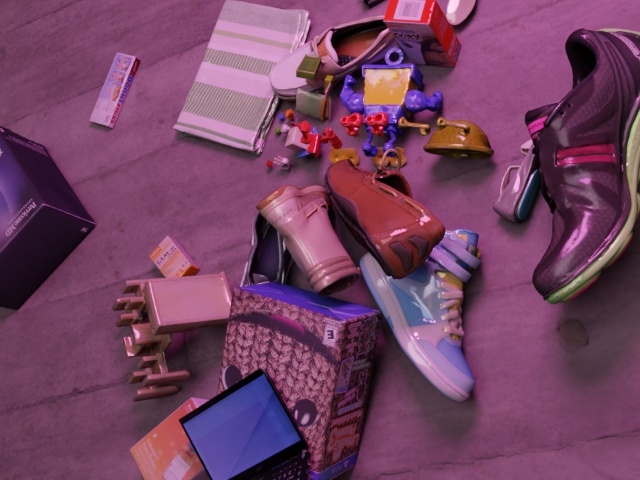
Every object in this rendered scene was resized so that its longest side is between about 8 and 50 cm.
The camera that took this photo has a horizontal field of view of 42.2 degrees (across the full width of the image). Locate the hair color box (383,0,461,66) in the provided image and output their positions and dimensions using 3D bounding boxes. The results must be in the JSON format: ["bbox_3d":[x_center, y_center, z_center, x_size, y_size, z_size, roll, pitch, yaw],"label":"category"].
[{"bbox_3d":[0.192,-0.386,1.545,0.093,0.167,0.053,11,80,29],"label":"hair color box"}]

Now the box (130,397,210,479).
[{"bbox_3d":[-0.255,0.405,1.590,0.170,0.091,0.130,-42,62,11],"label":"box"}]

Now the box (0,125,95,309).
[{"bbox_3d":[-0.728,-0.053,1.910,0.296,0.183,0.294,-46,62,9],"label":"box"}]

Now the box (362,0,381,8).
[{"bbox_3d":[0.146,-0.599,1.701,0.191,0.045,0.184,-25,64,19],"label":"box"}]

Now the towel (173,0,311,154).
[{"bbox_3d":[-0.172,-0.361,1.798,0.248,0.038,0.324,17,84,30],"label":"towel"}]

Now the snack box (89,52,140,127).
[{"bbox_3d":[-0.486,-0.356,1.963,0.064,0.022,0.178,18,84,30],"label":"snack box"}]

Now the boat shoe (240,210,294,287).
[{"bbox_3d":[-0.119,0.082,1.608,0.116,0.099,0.319,11,81,27],"label":"boat shoe"}]

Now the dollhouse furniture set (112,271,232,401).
[{"bbox_3d":[-0.290,0.171,1.652,0.242,0.161,0.212,-49,52,48],"label":"dollhouse furniture set"}]

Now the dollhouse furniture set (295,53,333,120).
[{"bbox_3d":[-0.018,-0.285,1.628,0.076,0.151,0.058,13,49,9],"label":"dollhouse furniture set"}]

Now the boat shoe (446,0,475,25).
[{"bbox_3d":[0.277,-0.473,1.603,0.049,0.042,0.133,19,85,4],"label":"boat shoe"}]

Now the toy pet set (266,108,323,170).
[{"bbox_3d":[-0.046,-0.203,1.690,0.114,0.065,0.122,-9,64,61],"label":"toy pet set"}]

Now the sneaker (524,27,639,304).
[{"bbox_3d":[0.408,-0.124,1.331,0.202,0.185,0.482,19,73,0],"label":"sneaker"}]

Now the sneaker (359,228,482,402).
[{"bbox_3d":[0.218,0.099,1.420,0.208,0.127,0.319,-37,63,14],"label":"sneaker"}]

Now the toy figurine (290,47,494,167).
[{"bbox_3d":[0.142,-0.271,1.535,0.363,0.191,0.217,3,72,26],"label":"toy figurine"}]

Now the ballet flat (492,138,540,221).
[{"bbox_3d":[0.366,-0.134,1.445,0.068,0.072,0.213,28,88,41],"label":"ballet flat"}]

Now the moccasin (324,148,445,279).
[{"bbox_3d":[0.107,-0.067,1.449,0.147,0.139,0.380,-33,21,-2],"label":"moccasin"}]

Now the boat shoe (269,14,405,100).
[{"bbox_3d":[0.025,-0.374,1.648,0.302,0.103,0.113,-22,77,16],"label":"boat shoe"}]

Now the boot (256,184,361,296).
[{"bbox_3d":[0.000,0.000,1.511,0.095,0.262,0.203,-36,81,13],"label":"boot"}]

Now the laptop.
[{"bbox_3d":[-0.144,0.387,1.360,0.234,0.136,0.264,-36,26,31],"label":"laptop"}]

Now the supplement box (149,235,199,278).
[{"bbox_3d":[-0.309,0.046,1.750,0.062,0.036,0.098,-48,60,7],"label":"supplement box"}]

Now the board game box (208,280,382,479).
[{"bbox_3d":[-0.046,0.242,1.459,0.232,0.141,0.290,13,99,29],"label":"board game box"}]
